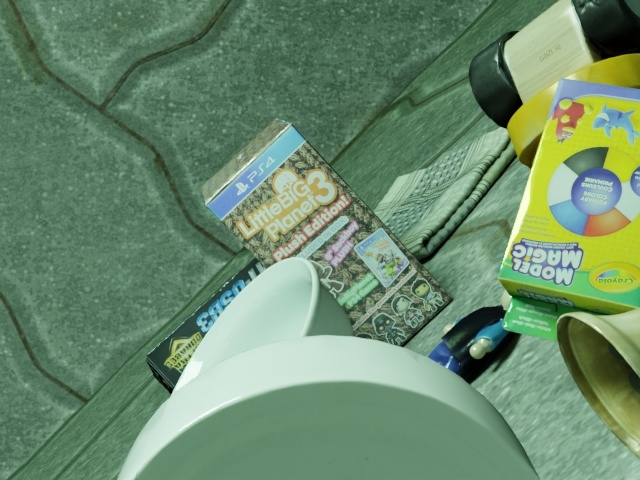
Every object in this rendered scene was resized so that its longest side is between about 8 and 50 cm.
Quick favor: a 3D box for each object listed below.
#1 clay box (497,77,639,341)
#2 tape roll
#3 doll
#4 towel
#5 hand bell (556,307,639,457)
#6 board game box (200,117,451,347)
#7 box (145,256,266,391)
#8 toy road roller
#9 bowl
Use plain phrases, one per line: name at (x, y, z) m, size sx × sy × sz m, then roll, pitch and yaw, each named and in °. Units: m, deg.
clay box at (0.235, -0.021, 1.191) m, size 0.053 × 0.127 × 0.222 m, roll 49°, pitch -123°, yaw -60°
tape roll at (0.004, 0.204, 0.848) m, size 0.286 × 0.286 × 0.100 m, roll -42°, pitch 10°, yaw 7°
doll at (0.143, 0.110, 1.438) m, size 0.189 × 0.046 × 0.129 m, roll -43°, pitch 10°, yaw 3°
towel at (0.152, -0.054, 2.128) m, size 0.324 × 0.056 × 0.312 m, roll -48°, pitch 10°, yaw -31°
hand bell at (0.298, 0.039, 0.994) m, size 0.242 × 0.126 × 0.126 m, roll -33°, pitch 7°, yaw -12°
board game box at (0.000, 0.000, 1.783) m, size 0.141 × 0.291 × 0.232 m, roll -43°, pitch 8°, yaw 0°
box at (-0.120, 0.103, 2.036) m, size 0.295 × 0.073 × 0.293 m, roll -43°, pitch -5°, yaw -11°
toy road roller at (0.325, -0.120, 1.398) m, size 0.329 × 0.240 × 0.202 m, roll -1°, pitch -24°, yaw -41°
bowl at (-0.050, 0.175, 1.592) m, size 0.298 × 0.134 × 0.298 m, roll -47°, pitch 21°, yaw 25°
